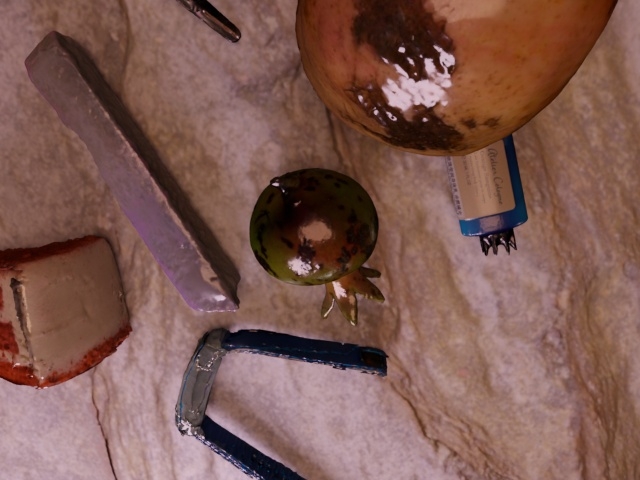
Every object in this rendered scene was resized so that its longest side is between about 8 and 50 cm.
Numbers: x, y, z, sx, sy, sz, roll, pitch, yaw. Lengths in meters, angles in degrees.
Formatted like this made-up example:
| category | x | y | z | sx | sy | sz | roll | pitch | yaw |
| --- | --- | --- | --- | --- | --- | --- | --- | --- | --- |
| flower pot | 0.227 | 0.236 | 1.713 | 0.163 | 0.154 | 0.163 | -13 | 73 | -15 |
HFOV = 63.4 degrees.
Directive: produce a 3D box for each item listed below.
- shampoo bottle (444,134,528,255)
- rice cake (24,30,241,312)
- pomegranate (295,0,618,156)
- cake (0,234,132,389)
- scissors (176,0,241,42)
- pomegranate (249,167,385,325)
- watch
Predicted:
| category | x | y | z | sx | sy | sz | roll | pitch | yaw |
| --- | --- | --- | --- | --- | --- | --- | --- | --- | --- |
| shampoo bottle | 0.210 | -0.070 | 0.656 | 0.087 | 0.050 | 0.183 | -15 | 101 | 1 |
| rice cake | -0.228 | -0.073 | 0.658 | 0.070 | 0.064 | 0.399 | -30 | 99 | 16 |
| pomegranate | 0.117 | -0.234 | 0.492 | 0.322 | 0.322 | 0.322 | 0 | 101 | 1 |
| cake | -0.382 | 0.079 | 0.699 | 0.262 | 0.159 | 0.158 | 2 | 104 | 36 |
| scissors | -0.222 | -0.340 | 0.594 | 0.317 | 0.024 | 0.160 | 35 | 60 | -19 |
| pomegranate | 0.003 | 0.012 | 0.630 | 0.156 | 0.156 | 0.220 | -22 | 104 | 5 |
| watch | -0.066 | 0.262 | 0.728 | 0.274 | 0.068 | 0.276 | 11 | 101 | -6 |
